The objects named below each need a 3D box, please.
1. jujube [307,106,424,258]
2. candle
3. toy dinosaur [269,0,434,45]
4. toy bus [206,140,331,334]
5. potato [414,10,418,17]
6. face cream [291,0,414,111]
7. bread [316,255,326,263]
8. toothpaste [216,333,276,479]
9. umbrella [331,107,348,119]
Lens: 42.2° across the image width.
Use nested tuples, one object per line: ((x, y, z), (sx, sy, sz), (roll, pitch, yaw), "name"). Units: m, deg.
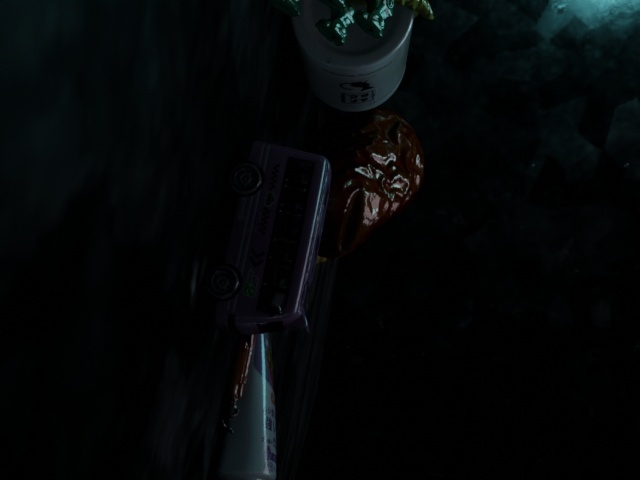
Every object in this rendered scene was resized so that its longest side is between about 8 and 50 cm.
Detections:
((0.057, -0.097, 1.389), (0.342, 0.216, 0.216), (-49, 152, -55), "jujube")
((-0.096, 0.150, 1.010), (0.026, 0.021, 0.167), (129, -26, -64), "candle")
((0.041, -0.269, 0.846), (0.259, 0.094, 0.153), (33, 69, -45), "toy dinosaur")
((-0.045, 0.003, 0.793), (0.087, 0.098, 0.178), (88, 13, -76), "toy bus")
((0.110, -0.462, 1.313), (0.307, 0.173, 0.210), (-77, 174, -59), "potato")
((0.047, -0.248, 1.123), (0.370, 0.145, 0.145), (51, 50, -83), "face cream")
((0.000, 0.000, 1.868), (0.083, 0.044, 0.111), (97, 2, -54), "bread")
((-0.085, 0.207, 1.051), (0.114, 0.073, 0.299), (81, 11, -61), "toothpaste")
((0.058, -0.290, 1.792), (0.248, 0.070, 0.071), (93, 8, -49), "umbrella")
